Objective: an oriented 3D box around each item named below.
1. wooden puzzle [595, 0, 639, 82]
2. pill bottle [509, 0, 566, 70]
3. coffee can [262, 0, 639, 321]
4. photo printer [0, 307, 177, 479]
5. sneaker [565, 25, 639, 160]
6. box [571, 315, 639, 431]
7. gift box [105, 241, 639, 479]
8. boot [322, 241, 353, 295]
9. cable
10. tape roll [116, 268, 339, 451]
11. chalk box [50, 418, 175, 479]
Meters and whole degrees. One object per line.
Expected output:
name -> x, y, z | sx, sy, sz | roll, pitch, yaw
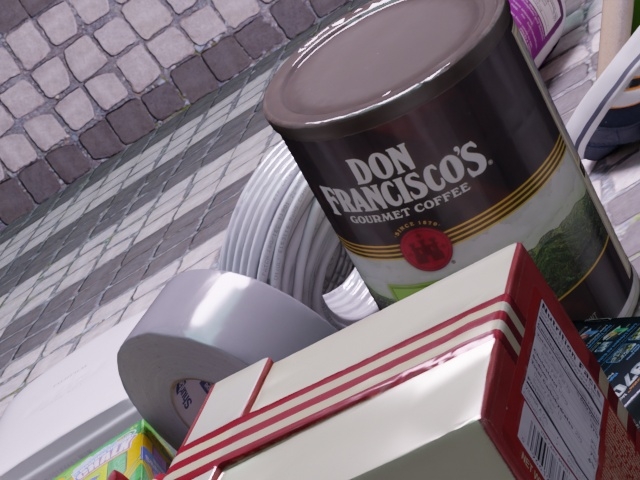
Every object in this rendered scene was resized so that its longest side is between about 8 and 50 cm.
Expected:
wooden puzzle -> 0.369, -0.324, 1.838 | 0.081, 0.322, 0.348 | 12, 38, 19
pill bottle -> 0.203, -0.260, 2.165 | 0.169, 0.169, 0.301 | -25, 17, 37
coffee can -> 0.106, -0.038, 1.379 | 0.202, 0.275, 0.201 | -24, 27, 13
photo printer -> -0.233, 0.188, 1.858 | 0.256, 0.107, 0.307 | -33, 15, 13
sneaker -> 0.344, -0.157, 1.640 | 0.126, 0.127, 0.321 | -41, -11, -41
box -> 0.164, 0.137, 1.214 | 0.220, 0.051, 0.175 | -43, 16, -26
gift box -> 0.037, 0.180, 0.962 | 0.258, 0.255, 0.276 | -28, 10, 22
boot -> 0.000, 0.000, 1.994 | 0.246, 0.083, 0.161 | -44, 11, -36
cable -> 0.025, 0.016, 1.537 | 0.257, 0.257, 0.089 | -37, 40, -30
tape roll -> -0.053, 0.123, 1.409 | 0.219, 0.219, 0.072 | -16, 33, 53
chalk box -> -0.160, 0.245, 1.450 | 0.132, 0.132, 0.213 | -36, 15, 3
